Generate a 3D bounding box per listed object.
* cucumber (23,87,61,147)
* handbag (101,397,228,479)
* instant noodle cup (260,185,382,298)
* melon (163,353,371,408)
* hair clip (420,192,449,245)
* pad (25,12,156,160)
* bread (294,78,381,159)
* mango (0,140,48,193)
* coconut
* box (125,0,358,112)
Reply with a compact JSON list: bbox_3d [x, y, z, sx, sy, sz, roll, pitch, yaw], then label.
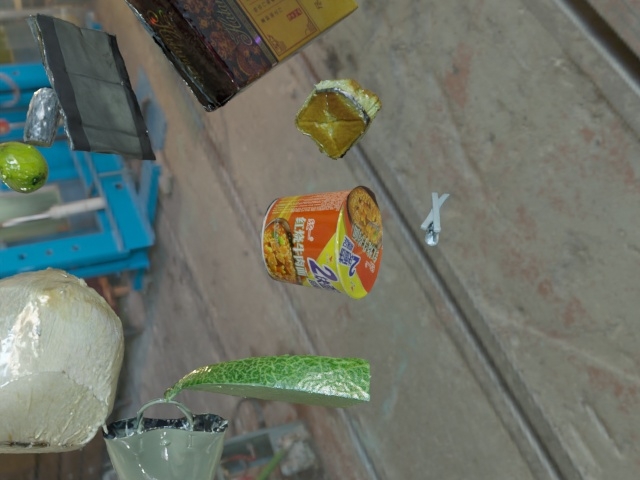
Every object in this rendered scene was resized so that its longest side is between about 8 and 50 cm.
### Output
[{"bbox_3d":[-0.520,-0.227,1.610,0.064,0.064,0.112,136,143,-59],"label":"cucumber"},{"bbox_3d":[-0.307,0.413,1.702,0.315,0.241,0.109,103,161,-54],"label":"handbag"},{"bbox_3d":[0.000,0.000,1.597,0.174,0.213,0.213,3,105,26],"label":"instant noodle cup"},{"bbox_3d":[-0.064,0.168,0.996,0.114,0.262,0.053,60,-149,-62],"label":"melon"},{"bbox_3d":[0.176,-0.037,1.319,0.115,0.030,0.039,-66,-15,-50],"label":"hair clip"},{"bbox_3d":[-0.343,-0.230,1.291,0.022,0.174,0.233,-29,74,29],"label":"pad"},{"bbox_3d":[0.029,-0.229,1.550,0.128,0.069,0.140,38,130,-2],"label":"bread"},{"bbox_3d":[-0.642,-0.162,1.810,0.178,0.100,0.119,27,167,47],"label":"mango"},{"bbox_3d":[-0.554,0.220,1.632,0.346,0.346,0.360,142,131,-61],"label":"coconut"},{"bbox_3d":[-0.138,-0.448,1.615,0.116,0.415,0.264,-25,106,48],"label":"box"}]
